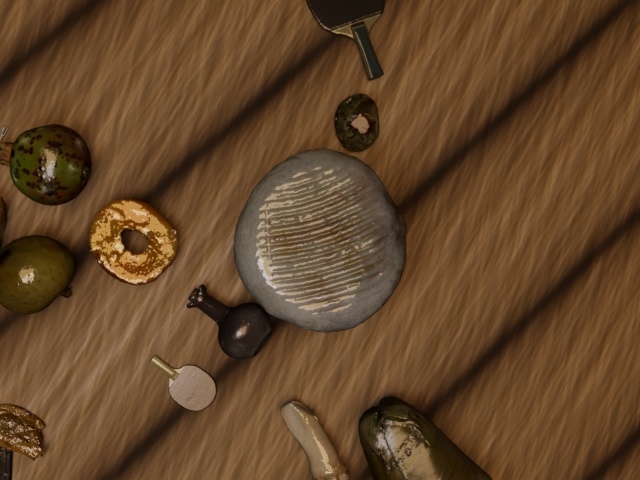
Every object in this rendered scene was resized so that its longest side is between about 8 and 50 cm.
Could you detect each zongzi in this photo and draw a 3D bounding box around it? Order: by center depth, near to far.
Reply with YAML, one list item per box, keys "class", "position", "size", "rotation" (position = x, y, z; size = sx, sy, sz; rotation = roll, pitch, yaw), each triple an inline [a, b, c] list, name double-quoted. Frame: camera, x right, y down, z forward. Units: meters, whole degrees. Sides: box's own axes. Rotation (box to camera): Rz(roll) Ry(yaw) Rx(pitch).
- class: "zongzi"
  position: [0.142, 0.540, 1.432]
  size: [0.323, 0.160, 0.360]
  rotation: [43, 91, 0]

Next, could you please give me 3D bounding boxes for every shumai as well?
- class: "shumai"
  position: [0.082, -0.254, 1.451]
  size: [0.099, 0.087, 0.124]
  rotation: [-4, 89, -6]

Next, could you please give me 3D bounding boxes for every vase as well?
- class: "vase"
  position: [-0.190, 0.159, 1.407]
  size: [0.183, 0.120, 0.120]
  rotation: [34, 85, 8]

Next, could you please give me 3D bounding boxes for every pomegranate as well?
- class: "pomegranate"
  position: [-0.543, -0.154, 1.342]
  size: [0.205, 0.159, 0.159]
  rotation: [14, 88, 18]

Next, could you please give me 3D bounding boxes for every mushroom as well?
- class: "mushroom"
  position: [-0.017, 0.430, 1.449]
  size: [0.084, 0.071, 0.209]
  rotation: [-27, 90, 25]

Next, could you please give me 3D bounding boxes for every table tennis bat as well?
- class: "table tennis bat"
  position: [-0.288, 0.293, 1.437]
  size: [0.156, 0.013, 0.087]
  rotation: [39, 86, -7]
- class: "table tennis bat"
  position: [0.070, -0.493, 1.483]
  size: [0.173, 0.022, 0.301]
  rotation: [-22, 92, -8]

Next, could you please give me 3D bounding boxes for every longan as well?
- class: "longan"
  position: [-0.555, 0.071, 1.345]
  size: [0.154, 0.145, 0.176]
  rotation: [-23, 135, 14]

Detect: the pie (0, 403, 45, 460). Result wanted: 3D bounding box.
- class: "pie"
  position: [-0.624, 0.378, 1.379]
  size: [0.170, 0.034, 0.092]
  rotation: [23, 67, -3]

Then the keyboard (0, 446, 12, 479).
- class: "keyboard"
  position: [-0.674, 0.589, 1.377]
  size: [0.103, 0.041, 0.381]
  rotation: [3, 83, -7]

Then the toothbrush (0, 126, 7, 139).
- class: "toothbrush"
  position: [-0.666, -0.171, 1.388]
  size: [0.011, 0.013, 0.131]
  rotation: [28, 89, -2]

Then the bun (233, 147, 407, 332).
- class: "bun"
  position: [0.000, 0.000, 1.378]
  size: [0.362, 0.211, 0.362]
  rotation: [0, 92, -6]

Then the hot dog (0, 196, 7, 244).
- class: "hot dog"
  position: [-0.680, 0.036, 1.330]
  size: [0.093, 0.123, 0.261]
  rotation: [12, 84, -16]

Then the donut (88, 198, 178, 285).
- class: "donut"
  position: [-0.380, 0.002, 1.402]
  size: [0.162, 0.065, 0.178]
  rotation: [-41, 94, -11]
